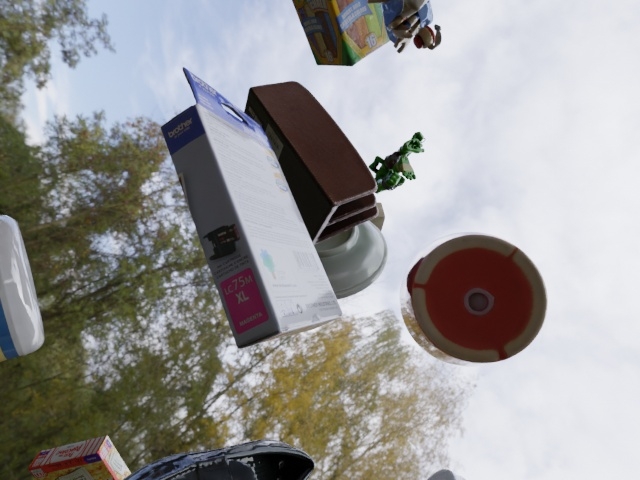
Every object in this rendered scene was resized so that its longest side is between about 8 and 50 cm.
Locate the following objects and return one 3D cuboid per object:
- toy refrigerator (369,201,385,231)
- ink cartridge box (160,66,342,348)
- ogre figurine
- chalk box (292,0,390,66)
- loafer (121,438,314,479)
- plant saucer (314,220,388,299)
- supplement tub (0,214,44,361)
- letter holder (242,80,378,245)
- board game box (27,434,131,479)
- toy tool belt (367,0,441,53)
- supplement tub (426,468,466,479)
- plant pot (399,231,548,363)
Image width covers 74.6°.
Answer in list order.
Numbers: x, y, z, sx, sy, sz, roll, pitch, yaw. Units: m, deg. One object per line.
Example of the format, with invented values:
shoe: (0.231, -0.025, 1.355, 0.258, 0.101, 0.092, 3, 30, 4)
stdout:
toy refrigerator: (0.090, -0.084, 1.546, 0.094, 0.270, 0.102, -96, -170, -45)
ink cartridge box: (-0.083, -0.035, 0.513, 0.065, 0.186, 0.310, -25, -104, 17)
ogre figurine: (0.184, -0.184, 1.038, 0.118, 0.097, 0.196, -31, -138, 54)
chalk box: (0.047, -0.641, 1.115, 0.179, 0.180, 0.288, 31, -24, 49)
loafer: (-0.087, 0.215, 0.359, 0.078, 0.223, 0.076, -19, -110, 28)
plant saucer: (0.000, 0.000, 1.238, 0.401, 0.401, 0.100, 35, -37, 35)
supplement tub: (-0.377, 0.060, 0.376, 0.144, 0.200, 0.144, 25, -58, 50)
letter holder: (0.002, -0.176, 0.880, 0.301, 0.215, 0.152, 56, -32, 17)
board game box: (-0.459, 0.490, 0.842, 0.045, 0.147, 0.193, -92, 166, -67)
toy tool belt: (0.072, -0.200, 0.380, 0.052, 0.051, 0.083, 55, 2, 39)
supplement tub: (0.332, 0.622, 0.781, 0.331, 0.241, 0.241, 35, -46, 8)
plant pot: (0.267, 0.102, 0.743, 0.275, 0.243, 0.274, -2, -98, 15)
